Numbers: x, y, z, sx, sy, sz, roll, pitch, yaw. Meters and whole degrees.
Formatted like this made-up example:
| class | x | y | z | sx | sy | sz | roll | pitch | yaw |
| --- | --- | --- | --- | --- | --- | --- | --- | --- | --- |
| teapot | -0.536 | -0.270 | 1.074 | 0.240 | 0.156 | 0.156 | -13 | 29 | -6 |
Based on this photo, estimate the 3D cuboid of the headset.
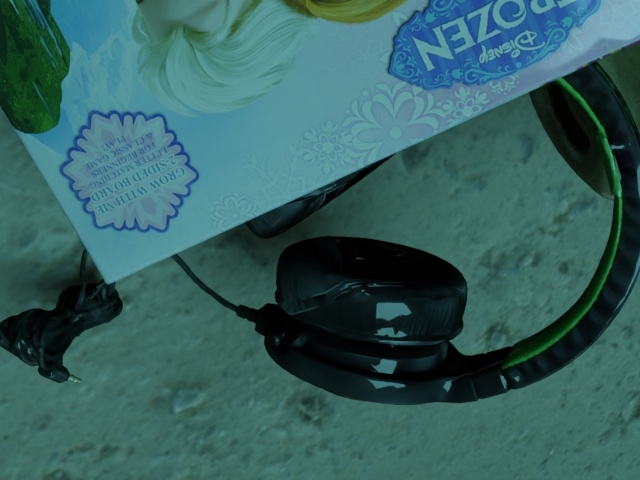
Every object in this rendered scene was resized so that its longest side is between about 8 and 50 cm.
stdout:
| class | x | y | z | sx | sy | sz | roll | pitch | yaw |
| --- | --- | --- | --- | --- | --- | --- | --- | --- | --- |
| headset | 0.000 | 0.000 | 0.681 | 0.394 | 0.185 | 0.243 | -15 | 97 | 21 |

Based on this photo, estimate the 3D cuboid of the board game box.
| class | x | y | z | sx | sy | sz | roll | pitch | yaw |
| --- | --- | --- | --- | --- | --- | --- | --- | --- | --- |
| board game box | -0.043 | -0.180 | 0.540 | 0.319 | 0.066 | 0.318 | -25 | 107 | 13 |

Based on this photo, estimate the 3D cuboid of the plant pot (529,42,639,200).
| class | x | y | z | sx | sy | sz | roll | pitch | yaw |
| --- | --- | --- | --- | --- | --- | --- | --- | --- | --- |
| plant pot | 0.309 | -0.158 | 0.714 | 0.305 | 0.334 | 0.333 | -26 | 126 | -33 |
